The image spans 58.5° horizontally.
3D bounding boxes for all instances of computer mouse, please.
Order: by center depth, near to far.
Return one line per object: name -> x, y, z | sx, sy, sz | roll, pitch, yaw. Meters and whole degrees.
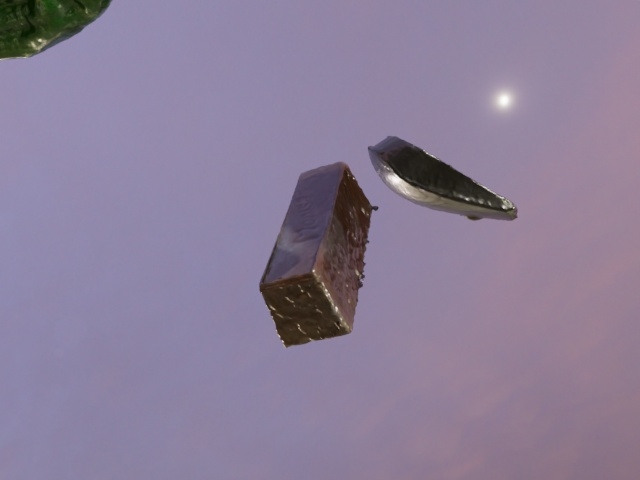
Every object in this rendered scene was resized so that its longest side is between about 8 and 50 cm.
computer mouse -> 0.209, -0.093, 1.031 | 0.295, 0.168, 0.087 | 30, -85, 9

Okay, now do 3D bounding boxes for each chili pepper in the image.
chili pepper -> -0.288, -0.215, 0.516 | 0.256, 0.074, 0.100 | -22, -54, -3

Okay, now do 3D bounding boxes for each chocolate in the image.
chocolate -> 0.000, 0.000, 0.824 | 0.111, 0.321, 0.112 | -16, -60, 22
